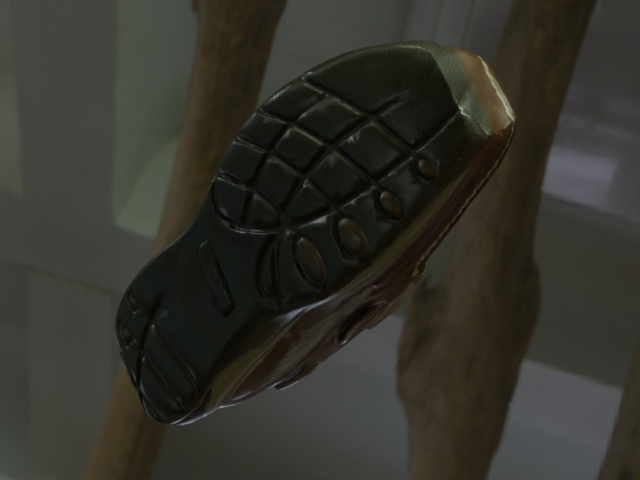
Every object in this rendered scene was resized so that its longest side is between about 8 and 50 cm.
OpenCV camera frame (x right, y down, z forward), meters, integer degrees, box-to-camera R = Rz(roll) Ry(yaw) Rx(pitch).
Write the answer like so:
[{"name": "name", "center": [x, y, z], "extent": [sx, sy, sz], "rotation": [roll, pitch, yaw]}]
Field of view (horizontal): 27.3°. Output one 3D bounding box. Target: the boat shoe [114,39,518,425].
[{"name": "boat shoe", "center": [0.000, 0.000, 0.772], "extent": [0.120, 0.122, 0.324], "rotation": [-2, -28, -41]}]
